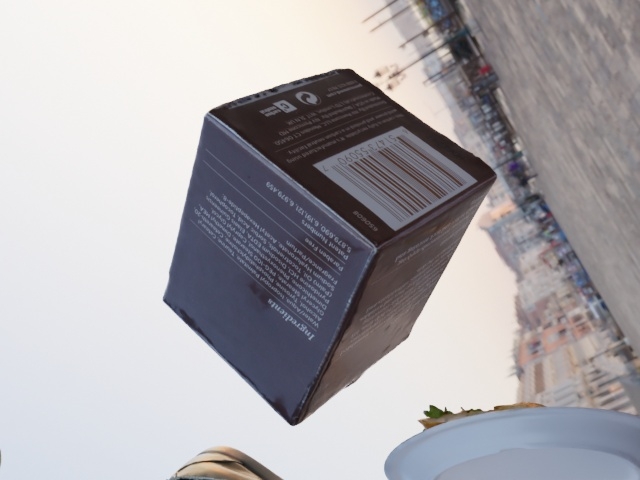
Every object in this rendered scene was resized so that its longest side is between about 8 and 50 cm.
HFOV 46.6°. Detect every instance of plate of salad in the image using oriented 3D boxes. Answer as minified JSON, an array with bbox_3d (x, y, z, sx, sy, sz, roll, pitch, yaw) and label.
[{"bbox_3d":[0.144,0.150,0.522,0.200,0.200,0.048,45,-146,-43],"label":"plate of salad"}]

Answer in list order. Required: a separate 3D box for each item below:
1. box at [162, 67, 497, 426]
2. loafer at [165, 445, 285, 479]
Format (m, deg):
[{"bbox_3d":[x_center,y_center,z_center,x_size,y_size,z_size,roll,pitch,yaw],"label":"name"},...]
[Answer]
[{"bbox_3d":[0.000,0.000,0.603,0.167,0.203,0.169,40,-138,21],"label":"box"},{"bbox_3d":[-0.030,0.240,0.574,0.087,0.251,0.094,9,-87,-57],"label":"loafer"}]
